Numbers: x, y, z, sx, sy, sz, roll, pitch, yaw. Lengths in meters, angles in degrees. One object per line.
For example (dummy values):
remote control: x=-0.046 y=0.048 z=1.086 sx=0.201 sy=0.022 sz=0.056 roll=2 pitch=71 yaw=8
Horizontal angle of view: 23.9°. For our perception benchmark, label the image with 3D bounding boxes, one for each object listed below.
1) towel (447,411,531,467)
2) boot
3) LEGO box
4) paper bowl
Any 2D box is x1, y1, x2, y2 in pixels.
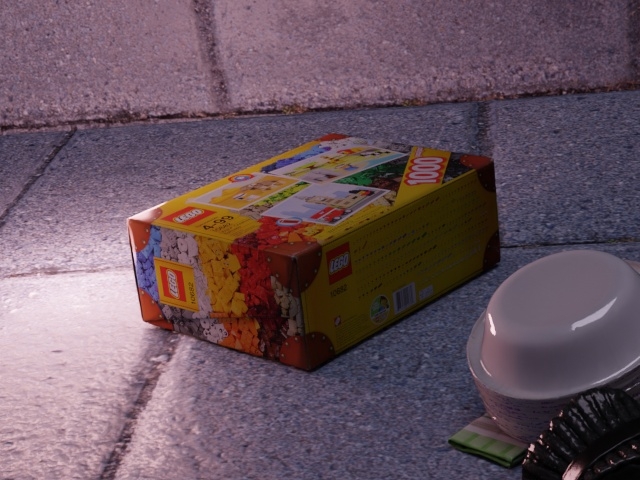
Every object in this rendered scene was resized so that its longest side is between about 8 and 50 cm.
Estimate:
towel: x=0.256 y=0.249 z=1.986 sx=0.152 sy=0.023 sz=0.113 roll=-26 pitch=25 yaw=-38
boot: x=0.288 y=0.299 z=1.647 sx=0.348 sy=0.131 sz=0.260 roll=-20 pitch=28 yaw=-27
LEGO box: x=0.000 y=0.000 z=2.480 sx=0.372 sy=0.193 sz=0.500 roll=12 pitch=27 yaw=40
paper bowl: x=0.326 y=0.121 z=1.955 sx=0.284 sy=0.148 sz=0.284 roll=-19 pitch=28 yaw=11
